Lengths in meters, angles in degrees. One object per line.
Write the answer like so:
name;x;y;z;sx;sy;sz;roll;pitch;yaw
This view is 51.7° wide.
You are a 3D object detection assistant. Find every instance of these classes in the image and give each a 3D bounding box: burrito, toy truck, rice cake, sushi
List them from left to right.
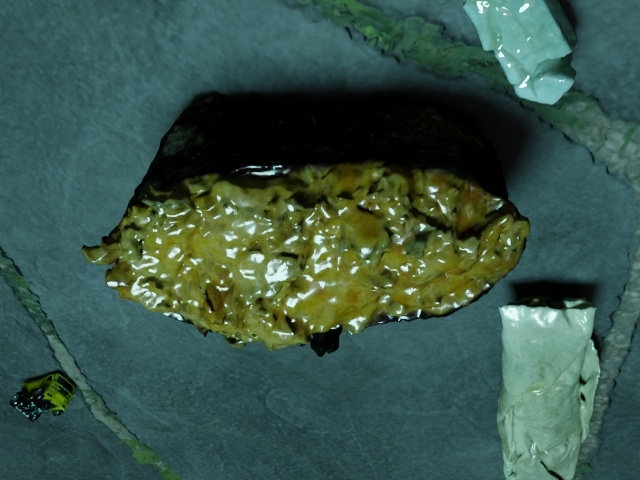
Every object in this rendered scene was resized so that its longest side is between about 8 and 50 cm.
toy truck;-0.411;0.231;0.987;0.083;0.054;0.049;-17;127;25
sushi;0.000;0.000;0.598;0.349;0.207;0.234;-4;124;11
rice cake;0.092;-0.234;0.458;0.063;0.066;0.336;-21;124;38
burrito;0.277;0.205;0.814;0.117;0.076;0.391;-3;131;13
